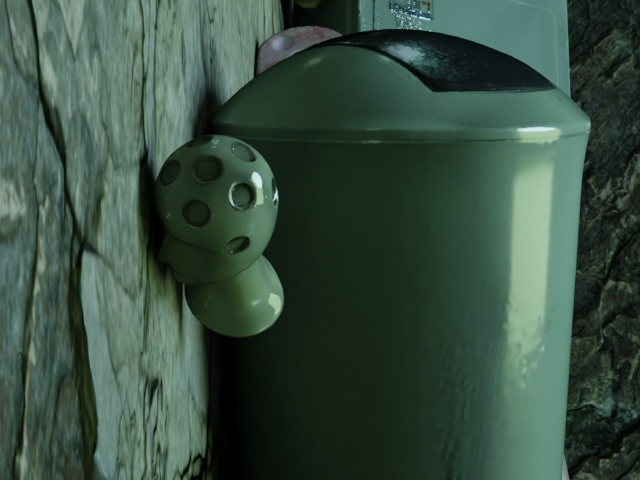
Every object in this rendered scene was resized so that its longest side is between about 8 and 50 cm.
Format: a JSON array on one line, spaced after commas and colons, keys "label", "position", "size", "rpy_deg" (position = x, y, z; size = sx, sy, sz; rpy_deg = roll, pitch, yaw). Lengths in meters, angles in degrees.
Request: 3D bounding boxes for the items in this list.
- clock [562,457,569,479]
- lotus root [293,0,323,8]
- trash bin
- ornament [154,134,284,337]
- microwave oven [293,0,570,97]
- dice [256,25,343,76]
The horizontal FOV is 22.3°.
[{"label": "clock", "position": [0.134, 0.384, 1.657], "size": [0.184, 0.342, 0.325], "rpy_deg": [-73, 152, -62]}, {"label": "lotus root", "position": [-0.010, -0.378, 1.777], "size": [0.110, 0.097, 0.258], "rpy_deg": [-92, 180, -49]}, {"label": "trash bin", "position": [0.059, 0.058, 1.224], "size": [0.280, 0.280, 0.431], "rpy_deg": [-63, 153, -82]}, {"label": "ornament", "position": [-0.061, -0.002, 0.978], "size": [0.075, 0.081, 0.156], "rpy_deg": [52, -14, 23]}, {"label": "microwave oven", "position": [0.126, -0.210, 1.929], "size": [0.181, 0.295, 0.237], "rpy_deg": [-24, -119, 57]}, {"label": "dice", "position": [-0.013, -0.144, 1.564], "size": [0.094, 0.091, 0.093], "rpy_deg": [83, 6, -49]}]
